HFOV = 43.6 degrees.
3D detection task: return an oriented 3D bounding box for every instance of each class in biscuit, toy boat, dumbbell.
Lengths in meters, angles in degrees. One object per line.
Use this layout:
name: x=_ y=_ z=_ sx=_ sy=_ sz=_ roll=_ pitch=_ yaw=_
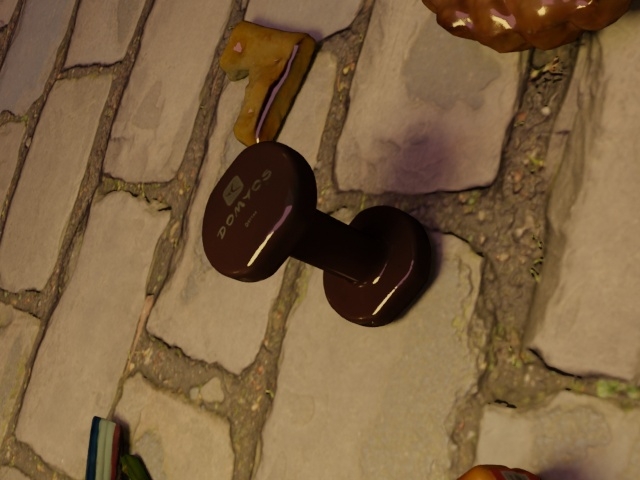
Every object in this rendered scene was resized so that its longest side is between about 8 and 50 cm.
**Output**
biscuit: x=0.243 y=-0.341 z=0.818 sx=0.325 sy=0.107 sz=0.326 roll=-14 pitch=68 yaw=38
biscuit: x=-0.095 y=-0.227 z=1.134 sx=0.183 sy=0.039 sz=0.174 roll=33 pitch=99 yaw=45
toy boat: x=-0.293 y=0.348 z=1.077 sx=0.046 sy=0.080 sz=0.229 roll=-5 pitch=62 yaw=5
dumbbell: x=0.000 y=0.000 z=0.821 sx=0.140 sy=0.225 sz=0.124 roll=-52 pitch=44 yaw=13

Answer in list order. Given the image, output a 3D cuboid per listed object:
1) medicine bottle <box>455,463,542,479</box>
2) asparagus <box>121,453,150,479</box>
medicine bottle: x=0.159 y=0.308 z=0.632 sx=0.149 sy=0.112 sz=0.222 roll=-47 pitch=48 yaw=18
asparagus: x=-0.236 y=0.325 z=1.058 sx=0.108 sy=0.021 sz=0.025 roll=43 pitch=109 yaw=43
